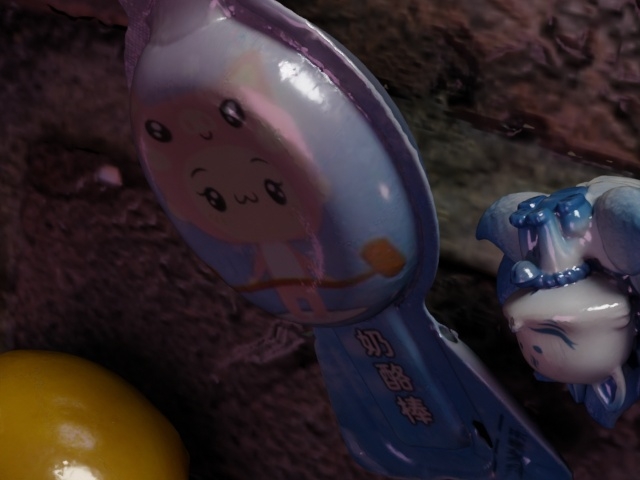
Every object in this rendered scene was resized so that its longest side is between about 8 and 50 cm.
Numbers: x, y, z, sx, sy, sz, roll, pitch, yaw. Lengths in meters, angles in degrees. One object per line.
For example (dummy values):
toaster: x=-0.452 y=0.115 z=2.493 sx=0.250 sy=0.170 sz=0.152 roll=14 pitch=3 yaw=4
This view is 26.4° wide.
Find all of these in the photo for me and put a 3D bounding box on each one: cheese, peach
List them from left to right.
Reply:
peach: x=-0.128 y=0.115 z=0.614 sx=0.138 sy=0.138 sz=0.138 roll=11 pitch=113 yaw=28
cheese: x=0.000 y=0.000 z=0.507 sx=0.135 sy=0.052 sz=0.245 roll=-4 pitch=123 yaw=49

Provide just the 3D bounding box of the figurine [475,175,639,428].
figurine: x=0.103 y=0.030 z=0.468 sx=0.114 sy=0.079 sz=0.114 roll=36 pitch=141 yaw=37
